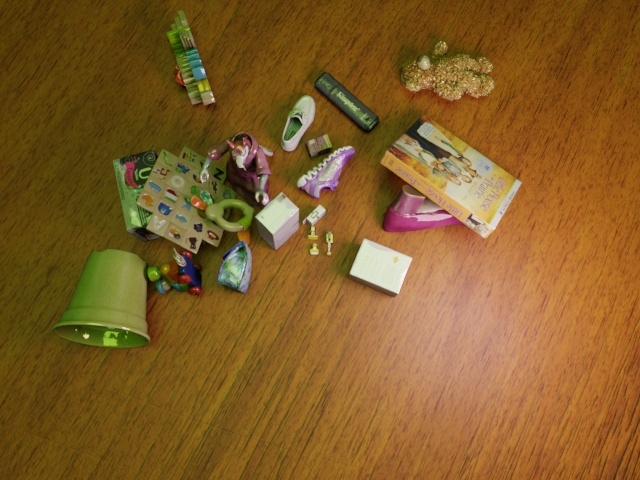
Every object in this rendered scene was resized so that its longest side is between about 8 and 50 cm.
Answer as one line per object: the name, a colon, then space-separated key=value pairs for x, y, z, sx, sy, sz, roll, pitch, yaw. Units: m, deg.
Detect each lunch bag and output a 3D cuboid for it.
lunch bag: x=-0.266 y=0.083 z=1.611 sx=0.096 sy=0.129 sz=0.151 roll=18 pitch=77 yaw=3

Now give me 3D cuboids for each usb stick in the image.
usb stick: x=0.094 y=-0.501 z=1.805 sx=0.278 sy=0.045 sz=0.077 roll=44 pitch=79 yaw=9

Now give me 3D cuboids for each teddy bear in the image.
teddy bear: x=0.466 y=-0.611 z=1.805 sx=0.337 sy=0.113 sz=0.245 roll=19 pitch=74 yaw=4

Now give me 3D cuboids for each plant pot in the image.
plant pot: x=-0.642 y=0.174 z=1.535 sx=0.275 sy=0.276 sz=0.254 roll=2 pitch=64 yaw=0

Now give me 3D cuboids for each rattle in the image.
rattle: x=-0.322 y=-0.072 z=1.640 sx=0.199 sy=0.143 sz=0.130 roll=12 pitch=68 yaw=-3

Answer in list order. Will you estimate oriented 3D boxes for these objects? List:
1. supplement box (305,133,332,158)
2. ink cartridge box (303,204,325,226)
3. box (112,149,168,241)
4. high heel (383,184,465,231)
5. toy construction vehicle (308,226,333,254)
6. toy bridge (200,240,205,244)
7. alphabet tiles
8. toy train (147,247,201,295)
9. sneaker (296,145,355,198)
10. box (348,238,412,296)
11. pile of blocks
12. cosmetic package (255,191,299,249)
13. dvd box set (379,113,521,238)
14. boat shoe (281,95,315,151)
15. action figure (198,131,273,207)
supplement box: x=-0.006 y=-0.332 z=1.762 sx=0.083 sy=0.043 sz=0.055 roll=-19 pitch=77 yaw=-6
ink cartridge box: x=-0.022 y=-0.078 z=1.696 sx=0.028 sy=0.048 sz=0.083 roll=43 pitch=80 yaw=9
box: x=-0.565 y=-0.145 z=1.646 sx=0.142 sy=0.163 sz=0.248 roll=-16 pitch=77 yaw=-3
high heel: x=0.404 y=-0.077 z=1.703 sx=0.377 sy=0.181 sz=0.127 roll=14 pitch=42 yaw=-13
toy construction vehicle: x=0.000 y=0.000 z=1.683 sx=0.085 sy=0.035 sz=0.098 roll=5 pitch=76 yaw=0
toy bridge: x=-0.429 y=-0.069 z=1.700 sx=0.063 sy=0.026 sz=0.188 roll=-5 pitch=76 yaw=0
alphabet tiles: x=-0.423 y=-0.137 z=1.616 sx=0.285 sy=0.011 sz=0.343 roll=31 pitch=53 yaw=-26
toy train: x=-0.471 y=0.090 z=1.550 sx=0.143 sy=0.248 sz=0.105 roll=-10 pitch=59 yaw=4
sneaker: x=0.034 y=-0.229 z=1.719 sx=0.236 sy=0.095 sz=0.105 roll=-39 pitch=86 yaw=-5
box: x=0.193 y=0.091 z=1.634 sx=0.170 sy=0.091 sz=0.130 roll=23 pitch=76 yaw=5
pile of blocks: x=-0.486 y=-0.644 z=1.780 sx=0.112 sy=0.149 sz=0.362 roll=-20 pitch=78 yaw=-6
cosmetic package: x=-0.135 y=-0.056 z=1.594 sx=0.085 sy=0.231 sz=0.117 roll=44 pitch=80 yaw=6
dvd box set: x=0.441 y=-0.226 z=1.666 sx=0.420 sy=0.062 sz=0.307 roll=38 pitch=50 yaw=9
boat shoe: x=-0.075 y=-0.424 z=1.768 sx=0.083 sy=0.076 sz=0.226 roll=17 pitch=76 yaw=3
action figure: x=-0.217 y=-0.249 z=1.571 sx=0.248 sy=0.370 sz=0.276 roll=27 pitch=74 yaw=4
